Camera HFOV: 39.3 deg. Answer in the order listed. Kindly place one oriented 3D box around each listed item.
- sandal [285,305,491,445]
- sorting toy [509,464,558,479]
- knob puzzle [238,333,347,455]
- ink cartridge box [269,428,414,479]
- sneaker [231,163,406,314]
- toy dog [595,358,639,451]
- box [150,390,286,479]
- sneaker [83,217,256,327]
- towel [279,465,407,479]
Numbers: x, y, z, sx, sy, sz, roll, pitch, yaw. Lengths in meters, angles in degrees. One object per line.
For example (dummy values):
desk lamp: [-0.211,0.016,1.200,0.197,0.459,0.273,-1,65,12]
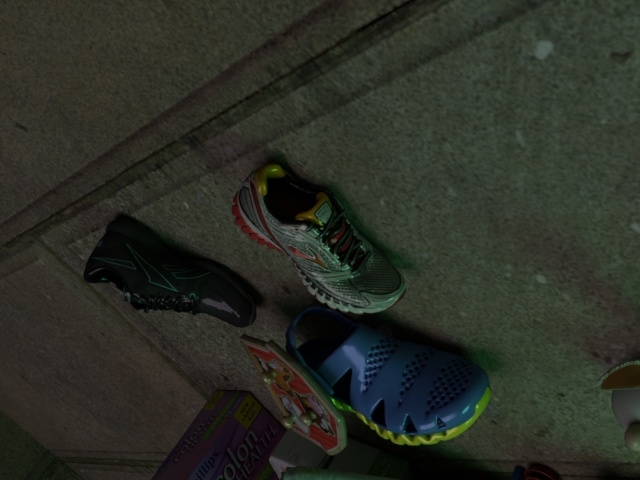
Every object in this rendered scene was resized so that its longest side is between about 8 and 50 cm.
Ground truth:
sandal: [0.065,0.163,1.138,0.317,0.126,0.138,5,133,39]
sorting toy: [0.288,0.344,1.234,0.061,0.042,0.102,27,148,15]
knob puzzle: [-0.032,0.216,1.190,0.213,0.030,0.213,42,154,26]
ink cartridge box: [0.042,0.402,1.503,0.219,0.092,0.160,17,145,28]
sneaker: [0.000,0.000,1.008,0.225,0.088,0.093,35,148,1]
toy dog: [0.357,0.136,0.769,0.220,0.161,0.334,23,147,21]
box: [-0.143,0.428,1.604,0.117,0.213,0.243,-11,125,51]
sneaker: [-0.219,0.070,1.303,0.267,0.106,0.101,26,146,14]
towel: [0.109,0.472,1.377,0.374,0.090,0.320,6,140,7]
